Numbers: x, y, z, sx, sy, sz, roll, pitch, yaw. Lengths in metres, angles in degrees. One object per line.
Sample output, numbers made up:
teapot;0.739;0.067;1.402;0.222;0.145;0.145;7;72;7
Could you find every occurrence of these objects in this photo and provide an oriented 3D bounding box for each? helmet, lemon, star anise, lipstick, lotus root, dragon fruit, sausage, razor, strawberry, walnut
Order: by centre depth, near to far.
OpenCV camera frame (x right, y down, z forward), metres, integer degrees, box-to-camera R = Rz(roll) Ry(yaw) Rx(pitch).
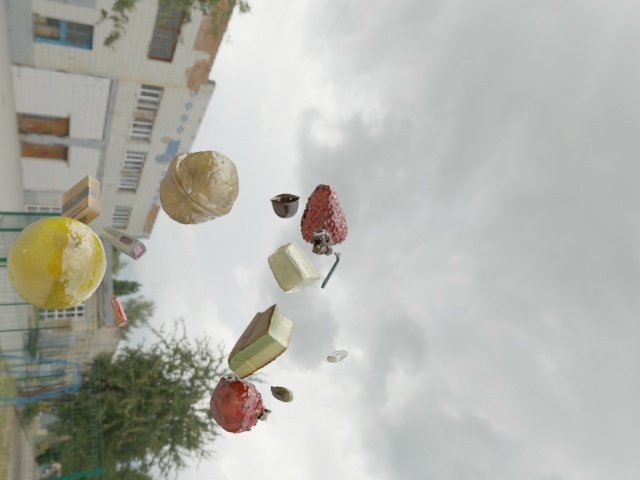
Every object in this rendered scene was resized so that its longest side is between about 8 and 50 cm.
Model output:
lemon;-0.676;0.060;1.320;0.236;0.235;0.263;54;-43;50
dragon fruit;-0.278;0.548;1.700;0.209;0.172;0.172;29;-60;27
star anise;0.000;0.000;1.709;0.070;0.190;0.097;-4;-96;23
walnut;-0.429;-0.190;1.830;0.313;0.277;0.252;-80;161;-71
lotus root;-0.144;0.565;1.884;0.054;0.099;0.049;88;26;-56
strawberry;0.011;-0.103;2.032;0.205;0.205;0.245;31;-57;60
sausage;-0.809;0.277;2.050;0.145;0.048;0.050;58;-37;30
lipstick;-0.904;0.005;2.336;0.252;0.079;0.077;23;-33;33
razor;0.050;0.147;2.446;0.033;0.066;0.190;30;-83;34
helmet;-0.176;-0.166;2.559;0.175;0.155;0.106;-124;-151;-62

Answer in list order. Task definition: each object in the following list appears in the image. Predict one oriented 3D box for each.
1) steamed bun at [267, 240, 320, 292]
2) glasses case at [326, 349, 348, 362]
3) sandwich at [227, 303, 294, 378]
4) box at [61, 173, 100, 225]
steamed bun;-0.138;0.124;2.306;0.170;0.200;0.226;-35;-99;24
glasses case;0.080;0.537;2.371;0.063;0.164;0.041;-6;-92;22
sandwich;-0.203;0.333;1.718;0.220;0.108;0.186;-38;-162;22
box;-0.985;-0.149;2.104;0.152;0.070;0.237;-34;-137;8
